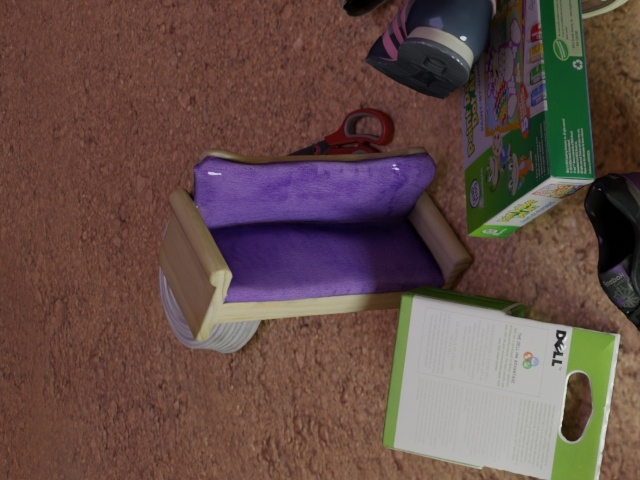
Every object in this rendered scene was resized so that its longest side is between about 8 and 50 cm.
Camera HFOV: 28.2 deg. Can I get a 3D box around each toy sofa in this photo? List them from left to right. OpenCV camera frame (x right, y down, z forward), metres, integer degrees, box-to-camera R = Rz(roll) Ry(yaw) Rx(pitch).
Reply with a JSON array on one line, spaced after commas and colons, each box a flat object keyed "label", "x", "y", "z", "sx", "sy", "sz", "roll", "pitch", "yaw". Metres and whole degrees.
[{"label": "toy sofa", "x": 0.000, "y": 0.000, "z": 1.554, "sx": 0.150, "sy": 0.362, "sz": 0.177, "roll": 60, "pitch": 140, "yaw": 38}]

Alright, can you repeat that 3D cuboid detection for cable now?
[{"label": "cable", "x": -0.172, "y": 0.051, "z": 2.037, "sx": 0.257, "sy": 0.089, "sz": 0.257, "roll": -33, "pitch": 62, "yaw": 50}]

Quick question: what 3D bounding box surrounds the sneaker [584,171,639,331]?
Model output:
[{"label": "sneaker", "x": 0.332, "y": 0.066, "z": 1.275, "sx": 0.107, "sy": 0.124, "sz": 0.283, "roll": -38, "pitch": 58, "yaw": 48}]

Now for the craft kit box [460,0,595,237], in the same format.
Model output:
[{"label": "craft kit box", "x": 0.222, "y": -0.152, "z": 1.420, "sx": 0.246, "sy": 0.061, "sz": 0.250, "roll": 127, "pitch": 143, "yaw": -72}]

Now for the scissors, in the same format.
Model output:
[{"label": "scissors", "x": 0.010, "y": -0.143, "z": 1.849, "sx": 0.297, "sy": 0.021, "sz": 0.109, "roll": 15, "pitch": 103, "yaw": 56}]

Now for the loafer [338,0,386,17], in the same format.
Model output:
[{"label": "loafer", "x": 0.100, "y": -0.362, "z": 1.661, "sx": 0.268, "sy": 0.102, "sz": 0.092, "roll": 159, "pitch": 107, "yaw": -63}]

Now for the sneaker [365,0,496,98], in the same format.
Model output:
[{"label": "sneaker", "x": 0.140, "y": -0.249, "z": 1.506, "sx": 0.131, "sy": 0.112, "sz": 0.319, "roll": -64, "pitch": 11, "yaw": -3}]

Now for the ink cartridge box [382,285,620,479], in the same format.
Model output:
[{"label": "ink cartridge box", "x": 0.215, "y": 0.168, "z": 1.484, "sx": 0.255, "sy": 0.097, "sz": 0.188, "roll": 10, "pitch": 98, "yaw": 21}]

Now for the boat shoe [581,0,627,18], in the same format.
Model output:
[{"label": "boat shoe", "x": 0.314, "y": -0.317, "z": 1.342, "sx": 0.257, "sy": 0.095, "sz": 0.095, "roll": -33, "pitch": 62, "yaw": 50}]
